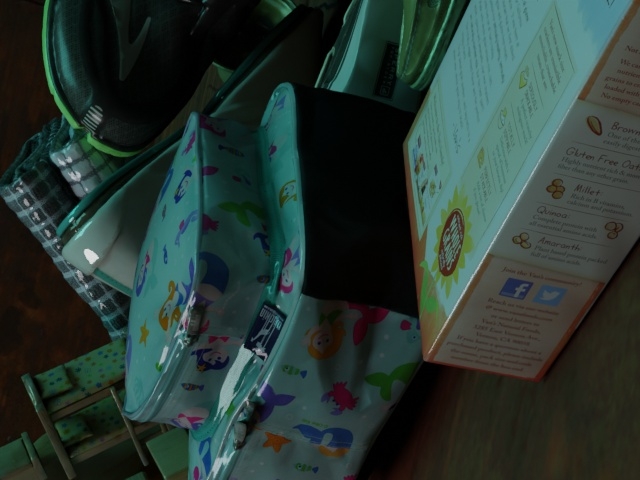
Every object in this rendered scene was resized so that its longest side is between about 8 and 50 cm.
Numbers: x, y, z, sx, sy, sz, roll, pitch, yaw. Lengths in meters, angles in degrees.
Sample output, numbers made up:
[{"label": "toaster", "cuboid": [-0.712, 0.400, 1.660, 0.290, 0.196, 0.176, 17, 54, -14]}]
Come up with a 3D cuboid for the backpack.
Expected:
[{"label": "backpack", "cuboid": [-0.026, 0.051, 0.850, 0.225, 0.191, 0.254, -97, 18, -54]}]

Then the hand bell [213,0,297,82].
[{"label": "hand bell", "cuboid": [-0.090, -0.178, 1.569, 0.242, 0.126, 0.126, 100, 176, -61]}]

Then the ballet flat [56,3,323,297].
[{"label": "ballet flat", "cuboid": [-0.083, -0.074, 1.239, 0.400, 0.139, 0.139, -50, -9, -41]}]

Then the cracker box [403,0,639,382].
[{"label": "cracker box", "cuboid": [0.109, -0.068, 0.607, 0.232, 0.067, 0.156, 113, 163, -44]}]

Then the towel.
[{"label": "towel", "cuboid": [-0.217, -0.013, 1.368, 0.121, 0.235, 0.284, -36, 15, 1]}]

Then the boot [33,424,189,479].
[{"label": "boot", "cuboid": [-0.206, 0.259, 1.362, 0.295, 0.104, 0.211, -42, -31, -40]}]

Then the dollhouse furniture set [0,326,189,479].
[{"label": "dollhouse furniture set", "cuboid": [-0.215, 0.185, 1.181, 0.161, 0.181, 0.101, 48, 159, 51]}]

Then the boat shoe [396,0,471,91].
[{"label": "boat shoe", "cuboid": [0.070, -0.198, 0.889, 0.068, 0.072, 0.190, -137, 60, -75]}]

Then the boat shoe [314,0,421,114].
[{"label": "boat shoe", "cuboid": [0.034, -0.103, 0.970, 0.070, 0.077, 0.219, -143, 73, -75]}]

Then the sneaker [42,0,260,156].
[{"label": "sneaker", "cuboid": [-0.091, -0.297, 1.230, 0.483, 0.185, 0.202, -59, 21, -12]}]
